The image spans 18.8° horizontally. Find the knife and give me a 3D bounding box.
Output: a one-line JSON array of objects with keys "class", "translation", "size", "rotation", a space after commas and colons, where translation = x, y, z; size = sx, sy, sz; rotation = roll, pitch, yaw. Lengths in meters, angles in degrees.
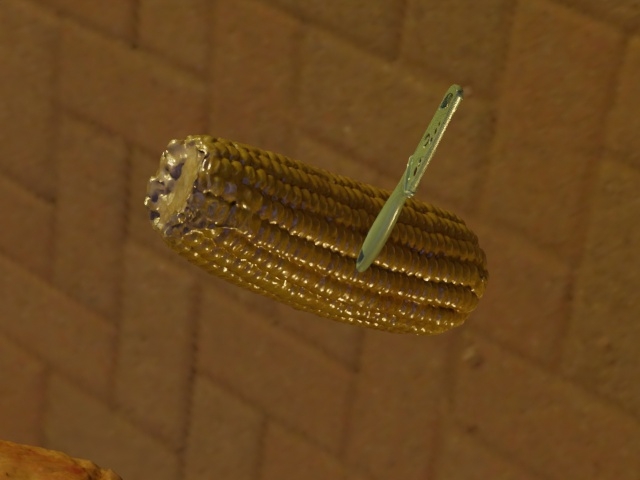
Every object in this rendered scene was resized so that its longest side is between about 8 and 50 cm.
[{"class": "knife", "translation": [0.063, -0.040, 1.401], "size": [0.014, 0.030, 0.207], "rotation": [15, 136, -12]}]

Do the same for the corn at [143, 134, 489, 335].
[{"class": "corn", "translation": [0.000, 0.000, 1.671], "size": [0.131, 0.344, 0.131], "rotation": [-22, 60, 45]}]

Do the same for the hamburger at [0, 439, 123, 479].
[{"class": "hamburger", "translation": [-0.223, 0.181, 1.099], "size": [0.282, 0.245, 0.155], "rotation": [25, 106, 14]}]
